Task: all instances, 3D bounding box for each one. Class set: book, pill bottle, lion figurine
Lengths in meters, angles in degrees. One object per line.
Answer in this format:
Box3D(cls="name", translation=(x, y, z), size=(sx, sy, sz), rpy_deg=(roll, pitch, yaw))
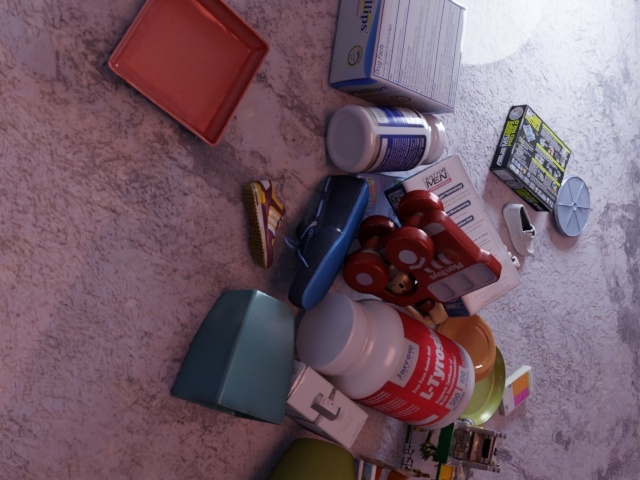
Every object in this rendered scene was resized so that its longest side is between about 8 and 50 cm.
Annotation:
Box3D(cls="book", translation=(0.578, 0.446, 2.068), size=(0.144, 0.035, 0.096), rpy_deg=(-25, 111, -35))
Box3D(cls="pill bottle", translation=(0.148, 0.271, 1.582), size=(0.408, 0.229, 0.229), rpy_deg=(30, 74, -36))
Box3D(cls="lion figurine", translation=(0.337, 0.107, 1.809), size=(0.392, 0.142, 0.240), rpy_deg=(-39, 124, -16))
Box3D(cls="pill bottle", translation=(0.158, -0.234, 1.612), size=(0.265, 0.153, 0.153), rpy_deg=(-6, 96, -38))

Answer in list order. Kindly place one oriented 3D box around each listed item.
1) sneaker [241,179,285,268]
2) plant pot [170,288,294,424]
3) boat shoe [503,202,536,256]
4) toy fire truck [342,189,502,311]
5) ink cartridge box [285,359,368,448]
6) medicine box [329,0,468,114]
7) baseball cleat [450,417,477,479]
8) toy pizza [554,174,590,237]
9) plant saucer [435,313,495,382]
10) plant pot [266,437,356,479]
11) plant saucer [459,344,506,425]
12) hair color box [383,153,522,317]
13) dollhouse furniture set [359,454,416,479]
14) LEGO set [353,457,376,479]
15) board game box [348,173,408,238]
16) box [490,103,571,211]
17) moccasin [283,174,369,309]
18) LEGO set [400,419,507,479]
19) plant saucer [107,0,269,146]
Box3D(cls="sneaker", translation=(-0.107, -0.035, 1.462), size=(0.084, 0.070, 0.185), rpy_deg=(-13, 101, -33))
Box3D(cls="plant pot", translation=(-0.154, 0.224, 1.386), size=(0.165, 0.166, 0.234), rpy_deg=(30, 66, -36))
Box3D(cls="boat shoe", translation=(0.595, -0.030, 2.035), size=(0.066, 0.063, 0.184), rpy_deg=(-36, 114, -32))
Box3D(cls="toy fire truck", translation=(0.209, 0.055, 1.534), size=(0.254, 0.302, 0.169), rpy_deg=(43, 41, -18))
Box3D(cls="ink cartridge box", translation=(-0.028, 0.339, 1.487), size=(0.218, 0.159, 0.092), rpy_deg=(46, 66, -31))
Box3D(cls="medicine box", translation=(0.187, -0.455, 1.627), size=(0.289, 0.149, 0.263), rpy_deg=(11, 85, -38))
Box3D(cls="baseball cleat", translation=(0.395, 0.572, 1.901), size=(0.109, 0.072, 0.205), rpy_deg=(0, 109, -45))
Box3D(cls="toy pizza", translation=(0.793, -0.109, 2.212), size=(0.201, 0.032, 0.201), rpy_deg=(-4, 96, -39))
Box3D(cls="plant saucer", translation=(0.394, 0.282, 1.864), size=(0.200, 0.037, 0.199), rpy_deg=(7, 72, -25))
Box3D(cls="plant pot", translation=(-0.032, 0.578, 1.460), size=(0.275, 0.275, 0.293), rpy_deg=(39, 53, -34))
Box3D(cls="plant saucer", translation=(0.429, 0.393, 1.940), size=(0.241, 0.037, 0.240), rpy_deg=(-3, 95, -39))
Box3D(cls="hair color box", translation=(0.314, -0.009, 1.653), size=(0.174, 0.105, 0.347), rpy_deg=(-28, 93, -22))
Box3D(cls="dollhouse furniture set", translation=(0.145, 0.646, 1.581), size=(0.135, 0.259, 0.262), rpy_deg=(35, 69, -45))
Box3D(cls="LEGO set", translation=(0.050, 0.609, 1.553), size=(0.060, 0.182, 0.244), rpy_deg=(14, 78, -19))
Box3D(cls="board game box", translation=(0.152, -0.079, 1.689), size=(0.212, 0.039, 0.160), rpy_deg=(4, 90, -39))
Box3D(cls="box", translation=(0.624, -0.237, 2.051), size=(0.270, 0.060, 0.216), rpy_deg=(32, 72, -36))
Box3D(cls="moccasin", translation=(0.000, 0.000, 1.523), size=(0.137, 0.117, 0.342), rpy_deg=(87, 26, -52))
Box3D(cls="LEGO set", translation=(0.328, 0.568, 1.729), size=(0.192, 0.255, 0.331), rpy_deg=(17, 72, -23))
Box3D(cls="plant saucer", translation=(-0.251, -0.355, 1.343), size=(0.258, 0.048, 0.259), rpy_deg=(37, 70, -34))
